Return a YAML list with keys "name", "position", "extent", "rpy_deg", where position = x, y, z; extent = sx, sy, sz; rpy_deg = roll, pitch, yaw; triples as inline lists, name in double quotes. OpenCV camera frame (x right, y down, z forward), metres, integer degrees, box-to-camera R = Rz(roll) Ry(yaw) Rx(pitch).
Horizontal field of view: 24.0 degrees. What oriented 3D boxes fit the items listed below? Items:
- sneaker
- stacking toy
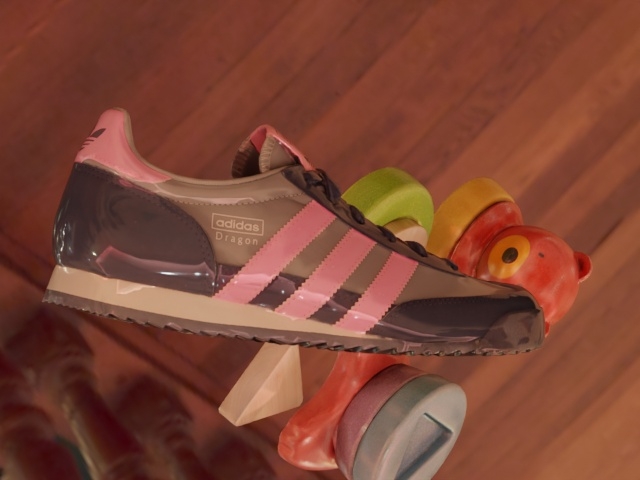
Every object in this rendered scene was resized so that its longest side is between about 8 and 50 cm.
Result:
- name: "sneaker"
  position: [0.000, 0.000, 0.907]
  extent: [0.319, 0.112, 0.131]
  rpy_deg: [9, 86, -23]
- name: "stacking toy"
  position: [0.083, 0.092, 1.281]
  extent: [0.309, 0.130, 0.279]
  rpy_deg: [-60, 150, 6]
